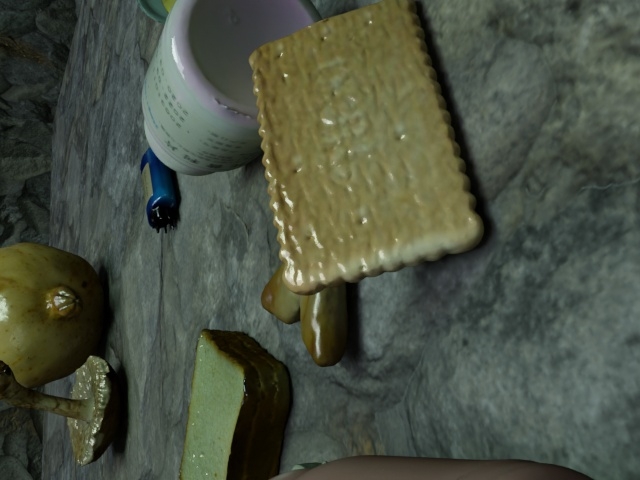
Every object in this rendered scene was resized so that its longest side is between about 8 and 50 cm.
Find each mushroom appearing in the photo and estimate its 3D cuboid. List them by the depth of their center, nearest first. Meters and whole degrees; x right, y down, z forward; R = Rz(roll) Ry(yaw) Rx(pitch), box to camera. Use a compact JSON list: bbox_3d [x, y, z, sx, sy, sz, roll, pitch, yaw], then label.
[{"bbox_3d":[-0.563,0.331,1.359,0.233,0.301,0.208,-43,15,33],"label":"mushroom"}]

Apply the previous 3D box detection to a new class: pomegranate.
[{"bbox_3d":[-0.711,0.181,1.574,0.410,0.409,0.411,-17,70,59],"label":"pomegranate"}]

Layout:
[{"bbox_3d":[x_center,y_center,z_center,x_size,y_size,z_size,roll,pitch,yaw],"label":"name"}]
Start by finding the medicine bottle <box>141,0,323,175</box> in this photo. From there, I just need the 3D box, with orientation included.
[{"bbox_3d":[-0.115,-0.170,0.726,0.293,0.170,0.170,166,107,-65],"label":"medicine bottle"}]

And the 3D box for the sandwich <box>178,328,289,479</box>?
[{"bbox_3d":[-0.110,0.228,0.765,0.186,0.065,0.215,15,98,60],"label":"sandwich"}]

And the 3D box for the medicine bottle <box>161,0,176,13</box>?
[{"bbox_3d":[-0.063,-0.369,0.693,0.322,0.151,0.151,-36,54,54],"label":"medicine bottle"}]

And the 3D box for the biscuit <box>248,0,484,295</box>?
[{"bbox_3d":[0.028,-0.085,0.520,0.160,0.030,0.250,-17,64,12],"label":"biscuit"}]

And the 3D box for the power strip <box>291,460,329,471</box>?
[{"bbox_3d":[-0.016,0.325,0.613,0.080,0.029,0.227,17,100,61],"label":"power strip"}]

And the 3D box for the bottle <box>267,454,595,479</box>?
[{"bbox_3d":[0.047,0.236,0.387,0.206,0.173,0.297,58,146,-3],"label":"bottle"}]

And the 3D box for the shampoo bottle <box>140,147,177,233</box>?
[{"bbox_3d":[-0.301,-0.090,1.178,0.087,0.050,0.183,-56,39,36],"label":"shampoo bottle"}]

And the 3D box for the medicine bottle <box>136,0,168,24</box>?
[{"bbox_3d":[-0.258,-0.504,1.062,0.158,0.158,0.318,-57,39,40],"label":"medicine bottle"}]

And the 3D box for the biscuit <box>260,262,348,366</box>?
[{"bbox_3d":[0.000,0.000,0.624,0.164,0.047,0.208,36,117,61],"label":"biscuit"}]
